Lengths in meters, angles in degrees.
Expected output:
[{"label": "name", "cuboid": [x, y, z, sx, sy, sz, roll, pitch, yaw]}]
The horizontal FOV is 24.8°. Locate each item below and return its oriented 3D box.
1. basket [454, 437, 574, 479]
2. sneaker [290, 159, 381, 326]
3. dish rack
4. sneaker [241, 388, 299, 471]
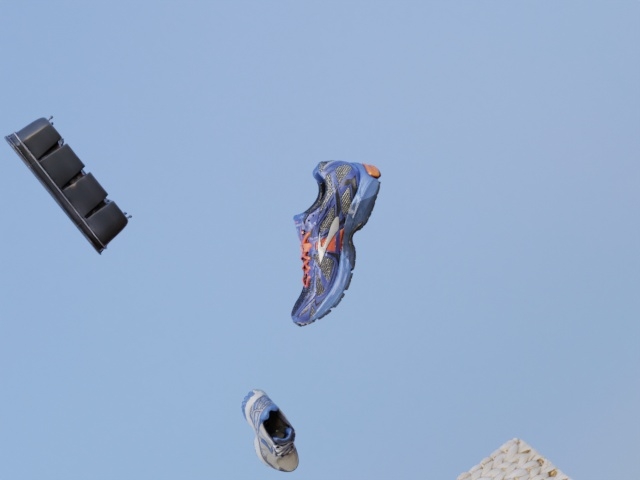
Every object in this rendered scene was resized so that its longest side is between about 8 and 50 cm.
[{"label": "basket", "cuboid": [0.292, 0.563, 2.444, 0.328, 0.266, 0.331, -24, -36, -40]}, {"label": "sneaker", "cuboid": [0.000, 0.000, 1.816, 0.083, 0.087, 0.221, 169, 119, -73]}, {"label": "dish rack", "cuboid": [-0.360, -0.086, 2.110, 0.074, 0.208, 0.271, -38, 8, -6]}, {"label": "sneaker", "cuboid": [-0.058, 0.257, 1.896, 0.052, 0.058, 0.135, -40, -55, -21]}]
